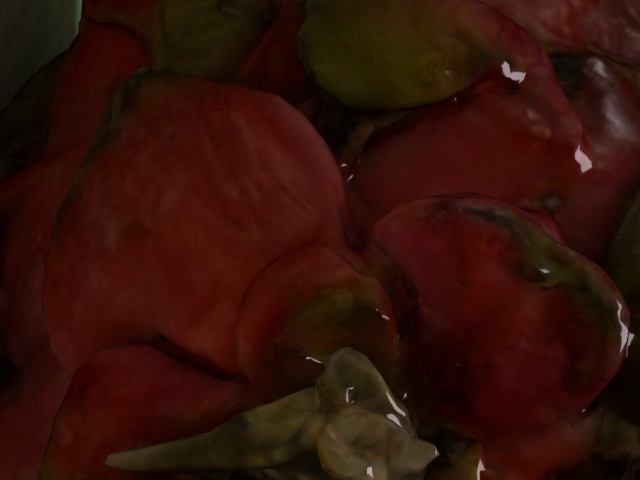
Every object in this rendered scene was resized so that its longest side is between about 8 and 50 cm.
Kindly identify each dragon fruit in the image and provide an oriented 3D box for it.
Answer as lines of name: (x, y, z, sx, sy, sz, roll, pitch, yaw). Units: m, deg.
dragon fruit: (0.001, 0.053, 0.501, 0.263, 0.314, 0.296, -46, 173, -49)
